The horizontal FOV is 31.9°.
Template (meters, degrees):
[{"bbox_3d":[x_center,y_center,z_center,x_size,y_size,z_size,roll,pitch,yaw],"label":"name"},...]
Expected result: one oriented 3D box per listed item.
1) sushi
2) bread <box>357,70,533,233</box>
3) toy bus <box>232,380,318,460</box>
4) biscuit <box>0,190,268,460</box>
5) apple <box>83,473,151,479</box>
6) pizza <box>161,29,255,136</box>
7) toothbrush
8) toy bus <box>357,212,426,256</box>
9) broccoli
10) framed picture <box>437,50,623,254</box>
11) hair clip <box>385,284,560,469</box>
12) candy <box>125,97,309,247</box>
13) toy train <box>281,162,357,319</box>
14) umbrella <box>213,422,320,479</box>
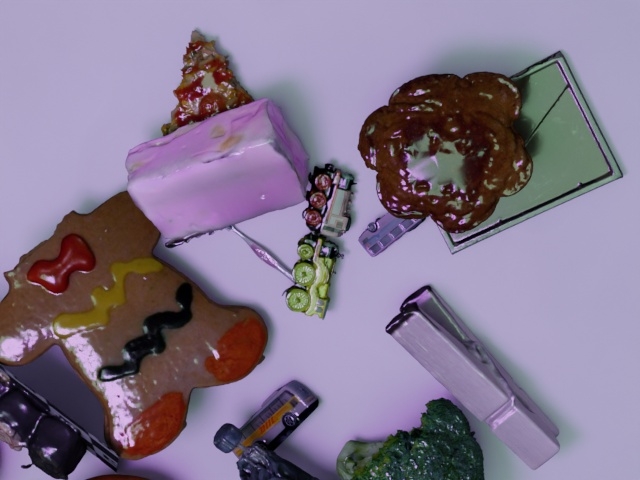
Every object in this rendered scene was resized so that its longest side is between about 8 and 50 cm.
[{"bbox_3d":[-0.516,0.305,1.882,0.373,0.296,0.100,37,70,2],"label":"sushi"},{"bbox_3d":[0.182,-0.123,1.647,0.247,0.135,0.232,-10,88,9],"label":"bread"},{"bbox_3d":[-0.081,0.310,1.901,0.072,0.057,0.172,47,110,9],"label":"toy bus"},{"bbox_3d":[-0.324,0.141,1.820,0.368,0.076,0.394,-42,92,-11],"label":"biscuit"},{"bbox_3d":[-0.356,0.516,1.928,0.272,0.206,0.251,-18,129,16],"label":"apple"},{"bbox_3d":[-0.181,-0.236,1.783,0.188,0.062,0.198,-14,100,14],"label":"pizza"},{"bbox_3d":[-0.086,0.028,1.849,0.204,0.022,0.017,38,112,-1],"label":"toothbrush"},{"bbox_3d":[0.118,-0.027,1.764,0.131,0.037,0.052,-39,85,27],"label":"toy bus"},{"bbox_3d":[0.142,0.388,1.795,0.269,0.254,0.269,30,134,36],"label":"broccoli"},{"bbox_3d":[0.283,-0.129,1.718,0.289,0.016,0.213,-26,96,19],"label":"framed picture"},{"bbox_3d":[0.245,0.220,1.778,0.085,0.101,0.331,-42,94,16],"label":"hair clip"},{"bbox_3d":[-0.160,-0.105,1.752,0.265,0.115,0.155,-18,132,18],"label":"candy"},{"bbox_3d":[0.000,0.000,1.799,0.085,0.053,0.249,12,101,-2],"label":"toy train"},{"bbox_3d":[-0.038,0.423,1.858,0.349,0.094,0.143,39,134,-15],"label":"umbrella"}]
